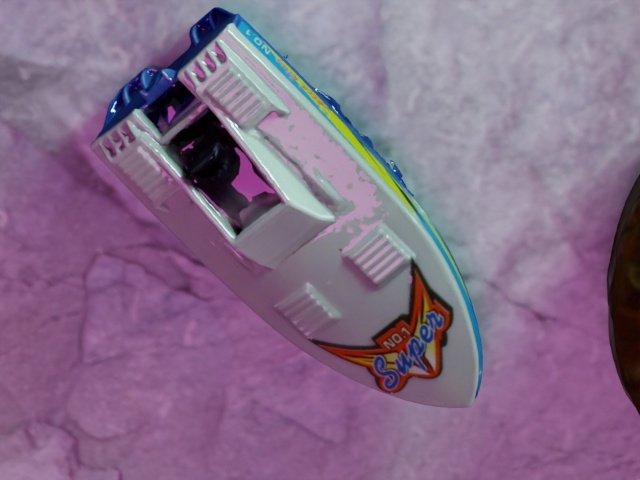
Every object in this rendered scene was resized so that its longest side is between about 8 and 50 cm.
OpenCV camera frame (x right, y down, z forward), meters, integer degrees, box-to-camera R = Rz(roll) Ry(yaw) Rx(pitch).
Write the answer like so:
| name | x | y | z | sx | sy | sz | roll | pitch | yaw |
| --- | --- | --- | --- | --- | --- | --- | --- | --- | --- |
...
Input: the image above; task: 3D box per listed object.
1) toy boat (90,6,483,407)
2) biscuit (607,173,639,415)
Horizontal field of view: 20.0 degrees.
| name | x | y | z | sx | sy | sz | roll | pitch | yaw |
| --- | --- | --- | --- | --- | --- | --- | --- | --- | --- |
| toy boat | 0.000 | 0.000 | 1.125 | 0.129 | 0.088 | 0.295 | -37 | 106 | 23 |
| biscuit | 0.335 | 0.029 | 1.084 | 0.332 | 0.103 | 0.332 | 4 | 118 | 8 |
